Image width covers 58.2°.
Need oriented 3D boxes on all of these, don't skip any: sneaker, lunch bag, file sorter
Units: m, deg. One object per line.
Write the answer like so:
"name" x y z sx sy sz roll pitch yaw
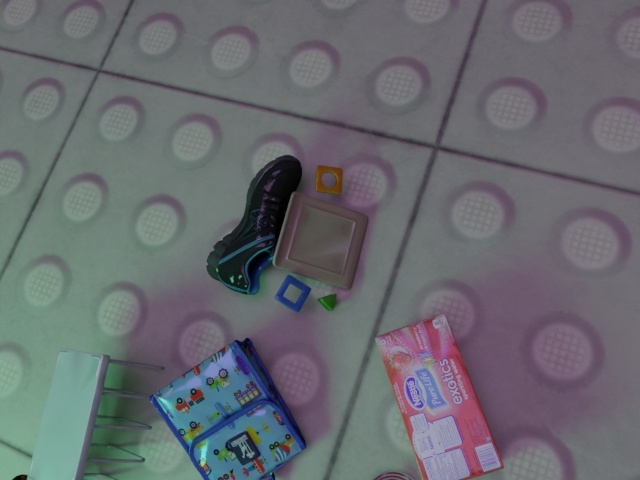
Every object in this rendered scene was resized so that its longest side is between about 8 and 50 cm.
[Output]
"sneaker" -0.121 -0.033 1.329 0.139 0.125 0.341 30 91 35
"lunch bag" -0.183 0.394 1.237 0.221 0.138 0.293 -34 81 0
"file sorter" -0.475 0.391 1.241 0.192 0.173 0.278 -5 70 42

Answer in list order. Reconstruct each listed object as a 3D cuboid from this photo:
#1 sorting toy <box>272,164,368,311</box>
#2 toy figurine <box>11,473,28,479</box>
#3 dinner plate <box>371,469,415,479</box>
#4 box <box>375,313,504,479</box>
"sorting toy" 0.000 0.000 1.313 0.196 0.047 0.348 19 77 -14
"toy figurine" -0.633 0.617 1.198 0.148 0.213 0.210 10 112 12
"dinner plate" 0.145 0.530 1.135 0.141 0.017 0.141 7 63 -14
"box" 0.231 0.317 1.139 0.154 0.142 0.300 -21 70 6
